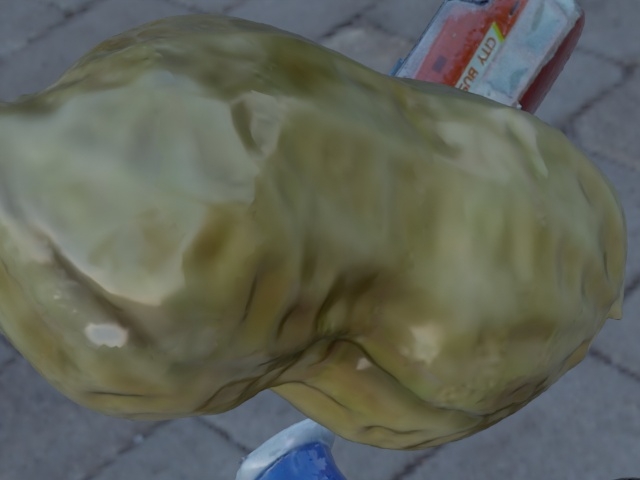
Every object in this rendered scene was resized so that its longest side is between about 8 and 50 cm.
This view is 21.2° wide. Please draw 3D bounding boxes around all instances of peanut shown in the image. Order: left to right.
[{"bbox_3d":[0.000,0.000,0.599,0.147,0.305,0.147,-12,72,40],"label":"peanut"}]

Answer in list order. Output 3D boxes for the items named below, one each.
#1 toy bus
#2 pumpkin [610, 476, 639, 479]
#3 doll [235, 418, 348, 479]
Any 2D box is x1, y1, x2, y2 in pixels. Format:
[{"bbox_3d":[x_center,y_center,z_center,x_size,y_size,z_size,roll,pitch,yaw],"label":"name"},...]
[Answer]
[{"bbox_3d":[0.109,-0.118,1.363,0.120,0.121,0.265,34,83,10],"label":"toy bus"},{"bbox_3d":[0.198,0.244,1.044,0.140,0.202,0.202,-17,31,32],"label":"pumpkin"},{"bbox_3d":[0.023,0.247,1.141,0.161,0.215,0.257,1,45,-45],"label":"doll"}]
